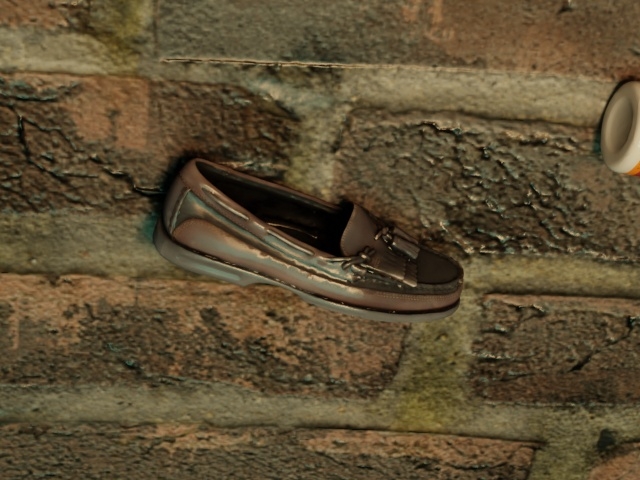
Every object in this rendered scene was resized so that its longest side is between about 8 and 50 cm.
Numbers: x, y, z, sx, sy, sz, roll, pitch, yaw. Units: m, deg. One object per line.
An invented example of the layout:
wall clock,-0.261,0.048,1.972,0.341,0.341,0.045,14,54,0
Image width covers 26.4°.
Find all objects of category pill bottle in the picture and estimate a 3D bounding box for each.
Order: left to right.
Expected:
pill bottle,0.342,-0.091,1.250,0.152,0.086,0.086,10,125,-13

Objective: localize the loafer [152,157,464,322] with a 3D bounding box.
loafer,0.000,0.000,1.270,0.302,0.109,0.095,12,120,-12
